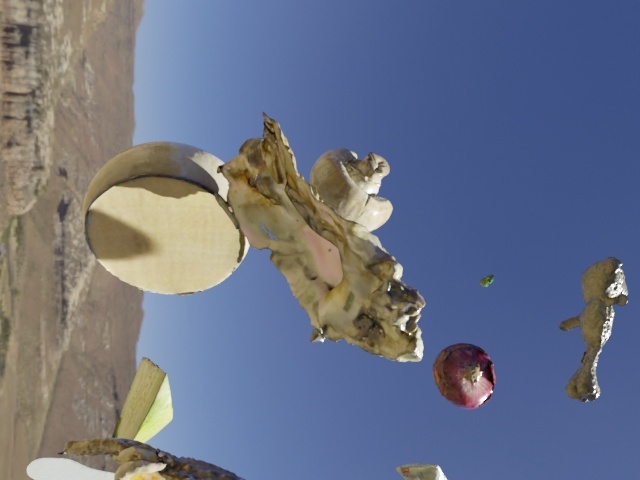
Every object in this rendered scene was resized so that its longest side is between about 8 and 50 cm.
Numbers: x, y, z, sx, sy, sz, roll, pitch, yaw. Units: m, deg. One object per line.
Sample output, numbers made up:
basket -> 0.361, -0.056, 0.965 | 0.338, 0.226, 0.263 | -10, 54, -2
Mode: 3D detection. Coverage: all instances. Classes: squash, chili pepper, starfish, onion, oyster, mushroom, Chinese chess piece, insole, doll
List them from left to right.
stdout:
insole -> -0.506, 0.491, 1.034 | 0.065, 0.197, 0.004 | -68, -162, 4
squash -> -0.446, 0.411, 1.191 | 0.237, 0.155, 0.204 | -3, -78, 60
Chinese chess piece -> -0.228, -0.028, 0.756 | 0.103, 0.250, 0.249 | -97, -160, -51
starfish -> -0.155, 0.324, 0.633 | 0.324, 0.432, 0.082 | 2, -127, 43
oyster -> 0.002, 0.001, 0.585 | 0.354, 0.107, 0.201 | 54, -37, 25
mushroom -> 0.076, -0.140, 1.328 | 0.195, 0.189, 0.253 | -43, -102, 36
onion -> 0.332, 0.323, 1.182 | 0.140, 0.150, 0.150 | 110, -29, -69
chili pepper -> 0.500, 0.120, 1.480 | 0.091, 0.034, 0.030 | 70, 22, -76
doll -> 0.549, 0.164, 0.979 | 0.091, 0.286, 0.202 | 18, -54, 18

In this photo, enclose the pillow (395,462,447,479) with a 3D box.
pillow -> 0.317, 0.715, 1.439 | 0.229, 0.128, 0.051 | 59, 30, -28
